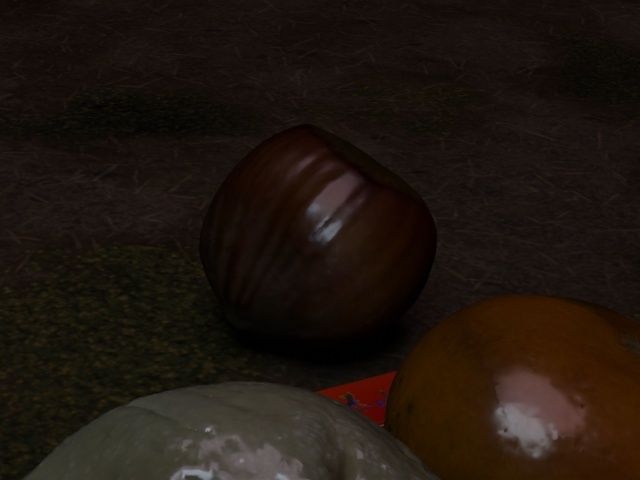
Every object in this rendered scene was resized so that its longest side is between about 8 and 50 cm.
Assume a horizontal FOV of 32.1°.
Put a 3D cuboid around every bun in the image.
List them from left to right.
[{"bbox_3d":[-0.019,0.212,0.526,0.281,0.282,0.205,-17,35,-32],"label":"bun"}]

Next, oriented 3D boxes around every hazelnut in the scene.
[{"bbox_3d":[-0.001,0.006,1.019,0.210,0.210,0.186,16,7,23],"label":"hazelnut"}]

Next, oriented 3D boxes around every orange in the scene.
[{"bbox_3d":[0.152,0.138,0.693,0.240,0.171,0.240,21,24,-10],"label":"orange"}]

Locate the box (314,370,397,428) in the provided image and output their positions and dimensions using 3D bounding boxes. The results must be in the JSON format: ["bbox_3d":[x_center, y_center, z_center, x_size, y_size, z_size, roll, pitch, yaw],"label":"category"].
[{"bbox_3d":[0.082,0.181,0.832,0.139,0.035,0.245,-11,32,-23],"label":"box"}]
